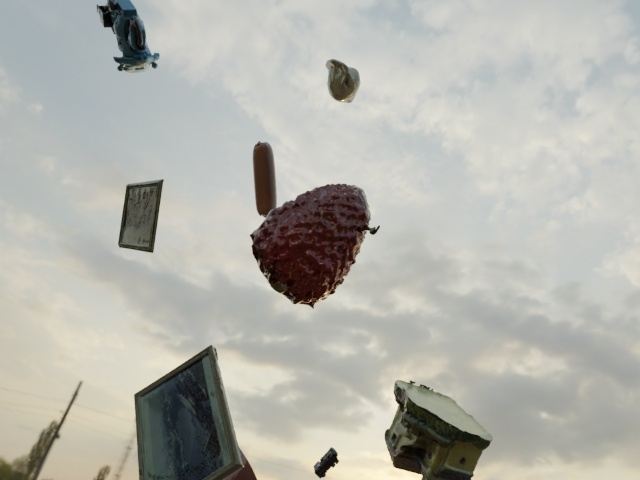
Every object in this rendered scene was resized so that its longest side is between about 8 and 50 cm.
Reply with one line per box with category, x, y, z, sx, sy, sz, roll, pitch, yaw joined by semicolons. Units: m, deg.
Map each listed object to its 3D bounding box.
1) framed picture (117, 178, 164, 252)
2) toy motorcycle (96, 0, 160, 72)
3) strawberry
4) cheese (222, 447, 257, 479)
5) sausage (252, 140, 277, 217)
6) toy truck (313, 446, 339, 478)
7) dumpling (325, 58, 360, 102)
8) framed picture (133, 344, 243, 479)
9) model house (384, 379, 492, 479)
framed picture;-0.547;-0.074;1.420;0.017;0.217;0.274;9;-5;-42
toy motorcycle;-0.536;-0.578;1.319;0.123;0.272;0.182;-17;-36;-28
strawberry;0.001;0.002;1.214;0.343;0.292;0.292;-38;-50;2
cheese;-0.285;0.620;1.287;0.203;0.128;0.177;-5;-83;28
sausage;-0.209;-0.229;1.772;0.086;0.289;0.086;-3;-3;0
toy truck;0.017;0.644;1.371;0.039;0.083;0.044;46;-7;-11
dumpling;0.067;-0.554;1.616;0.155;0.111;0.181;47;-32;20
framed picture;-0.320;0.432;1.094;0.247;0.335;0.022;-33;-48;2
model house;0.317;0.611;1.425;0.261;0.266;0.321;21;2;-12
